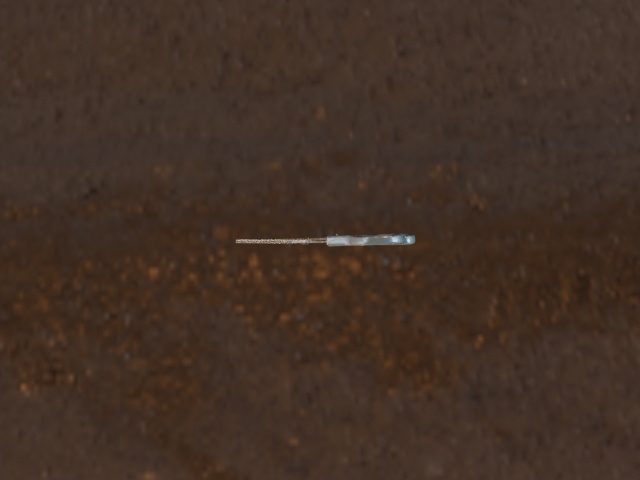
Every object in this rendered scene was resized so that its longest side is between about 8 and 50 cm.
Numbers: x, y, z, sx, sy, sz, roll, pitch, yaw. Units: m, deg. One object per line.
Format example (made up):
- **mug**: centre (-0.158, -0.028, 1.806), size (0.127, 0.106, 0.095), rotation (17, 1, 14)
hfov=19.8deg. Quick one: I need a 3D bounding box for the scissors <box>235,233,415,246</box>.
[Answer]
- **scissors**: centre (0.000, 0.000, 0.798), size (0.083, 0.006, 0.036), rotation (-1, -178, 24)
